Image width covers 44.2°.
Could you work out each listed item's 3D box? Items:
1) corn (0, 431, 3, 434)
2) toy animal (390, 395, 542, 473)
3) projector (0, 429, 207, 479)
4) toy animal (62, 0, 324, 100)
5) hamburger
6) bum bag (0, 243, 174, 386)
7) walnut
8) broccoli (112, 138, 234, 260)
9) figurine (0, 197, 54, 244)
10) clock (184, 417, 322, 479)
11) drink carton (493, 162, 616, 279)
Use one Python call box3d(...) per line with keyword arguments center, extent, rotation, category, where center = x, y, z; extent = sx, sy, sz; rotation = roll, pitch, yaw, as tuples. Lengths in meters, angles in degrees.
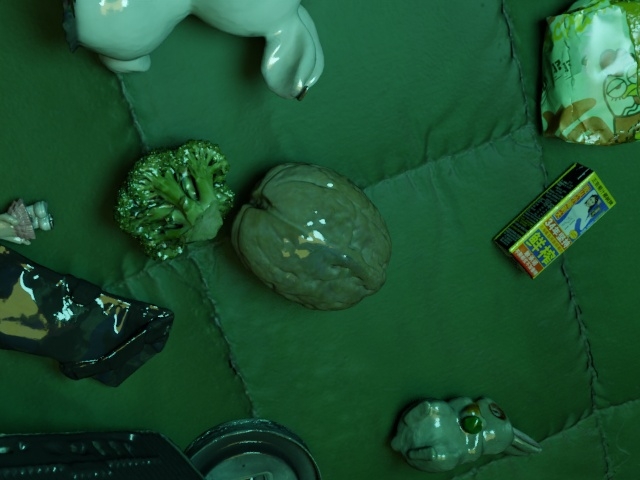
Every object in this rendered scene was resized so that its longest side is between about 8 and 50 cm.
box3d(center=(-0.512, 0.225, 0.996), extent=(0.120, 0.120, 0.363), rotation=(-37, 107, 1), category="corn")
box3d(center=(0.225, 0.289, 1.201), extent=(0.236, 0.138, 0.108), rotation=(4, 66, -37), category="toy animal")
box3d(center=(-0.350, 0.456, 0.953), extent=(0.395, 0.242, 0.405), rotation=(16, 105, -51), category="projector")
box3d(center=(-0.136, -0.286, 0.894), extent=(0.310, 0.183, 0.247), rotation=(-5, 113, -17), category="toy animal")
box3d(center=(0.413, -0.232, 1.053), extent=(0.235, 0.125, 0.214), rotation=(1, 117, 1), category="hamburger")
box3d(center=(-0.341, 0.102, 1.010), extent=(0.310, 0.074, 0.137), rotation=(26, 97, -28), category="bum bag")
box3d(center=(-0.001, 0.000, 1.019), extent=(0.230, 0.178, 0.178), rotation=(37, 96, -26), category="walnut")
box3d(center=(-0.177, -0.053, 0.979), extent=(0.162, 0.138, 0.146), rotation=(-51, 143, -8), category="broccoli")
box3d(center=(-0.400, -0.013, 0.984), extent=(0.129, 0.054, 0.072), rotation=(-18, 125, -14), category="figurine")
box3d(center=(-0.109, 0.371, 1.167), extent=(0.226, 0.049, 0.226), rotation=(-3, 107, -11), category="clock")
box3d(center=(0.338, -0.029, 1.140), extent=(0.165, 0.056, 0.071), rotation=(-43, 119, 3), category="drink carton")
